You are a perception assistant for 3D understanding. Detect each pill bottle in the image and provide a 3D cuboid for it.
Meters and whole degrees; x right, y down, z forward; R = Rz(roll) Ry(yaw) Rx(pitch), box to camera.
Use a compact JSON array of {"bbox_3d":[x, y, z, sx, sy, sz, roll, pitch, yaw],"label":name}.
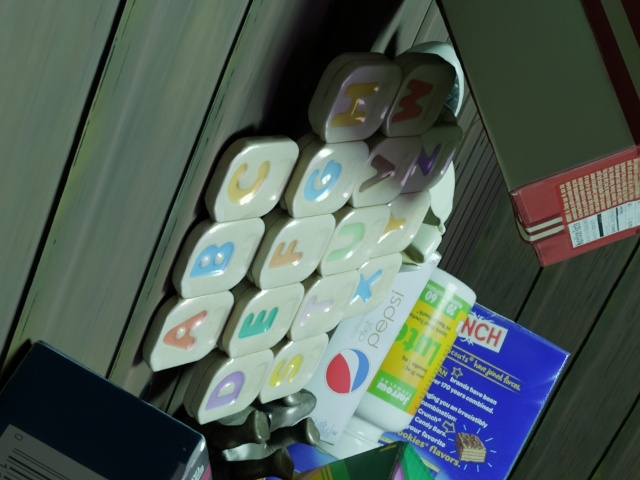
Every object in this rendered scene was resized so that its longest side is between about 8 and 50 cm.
[{"bbox_3d":[0.068,0.139,1.621,0.245,0.136,0.136,-61,170,-4],"label":"pill bottle"}]

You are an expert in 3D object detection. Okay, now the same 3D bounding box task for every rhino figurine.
[{"bbox_3d":[-0.061,0.153,1.127,0.106,0.073,0.243,-18,-178,14],"label":"rhino figurine"}]

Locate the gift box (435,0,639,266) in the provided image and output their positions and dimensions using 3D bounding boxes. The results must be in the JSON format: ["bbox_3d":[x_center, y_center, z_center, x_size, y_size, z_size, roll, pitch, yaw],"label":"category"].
[{"bbox_3d":[0.222,-0.159,0.963,0.276,0.258,0.255,-20,163,4],"label":"gift box"}]

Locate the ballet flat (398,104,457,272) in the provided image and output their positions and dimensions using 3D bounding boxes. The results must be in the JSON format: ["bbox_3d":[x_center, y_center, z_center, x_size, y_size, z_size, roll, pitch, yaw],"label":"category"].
[{"bbox_3d":[0.055,-0.029,1.177,0.107,0.106,0.316,-59,170,-23],"label":"ballet flat"}]

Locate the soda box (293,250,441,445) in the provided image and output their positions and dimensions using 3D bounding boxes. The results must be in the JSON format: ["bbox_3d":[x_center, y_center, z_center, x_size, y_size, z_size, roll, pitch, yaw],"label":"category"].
[{"bbox_3d":[0.025,0.083,1.345,0.216,0.069,0.074,-60,-149,5],"label":"soda box"}]

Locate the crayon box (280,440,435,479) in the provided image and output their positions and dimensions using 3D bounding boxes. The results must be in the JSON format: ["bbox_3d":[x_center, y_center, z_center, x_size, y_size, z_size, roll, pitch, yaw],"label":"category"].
[{"bbox_3d":[-0.048,0.264,1.025,0.278,0.081,0.165,-24,-158,29],"label":"crayon box"}]

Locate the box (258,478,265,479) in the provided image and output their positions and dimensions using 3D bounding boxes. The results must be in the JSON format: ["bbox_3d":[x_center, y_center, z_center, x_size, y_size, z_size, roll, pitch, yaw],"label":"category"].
[{"bbox_3d":[-0.095,0.253,1.374,0.179,0.043,0.105,-54,167,-30],"label":"box"}]

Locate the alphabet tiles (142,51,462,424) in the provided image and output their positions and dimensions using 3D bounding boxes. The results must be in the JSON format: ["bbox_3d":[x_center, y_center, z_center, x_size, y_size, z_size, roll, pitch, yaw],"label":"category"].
[{"bbox_3d":[0.000,0.000,0.959,0.278,0.021,0.284,-9,130,-54],"label":"alphabet tiles"}]

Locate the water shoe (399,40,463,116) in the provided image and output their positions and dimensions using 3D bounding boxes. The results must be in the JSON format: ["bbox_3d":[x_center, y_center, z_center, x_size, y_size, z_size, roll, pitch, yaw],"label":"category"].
[{"bbox_3d":[0.079,-0.123,1.219,0.203,0.073,0.080,102,-8,-58],"label":"water shoe"}]

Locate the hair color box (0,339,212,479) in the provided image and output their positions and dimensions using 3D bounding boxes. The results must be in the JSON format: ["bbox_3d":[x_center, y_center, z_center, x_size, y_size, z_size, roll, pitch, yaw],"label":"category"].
[{"bbox_3d":[-0.142,0.203,0.795,0.174,0.105,0.347,-58,170,-20],"label":"hair color box"}]

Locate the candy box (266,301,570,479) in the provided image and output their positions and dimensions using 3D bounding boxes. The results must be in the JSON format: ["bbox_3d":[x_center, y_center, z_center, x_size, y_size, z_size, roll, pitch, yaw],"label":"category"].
[{"bbox_3d":[0.124,0.220,1.746,0.317,0.268,0.122,-62,174,-2],"label":"candy box"}]
